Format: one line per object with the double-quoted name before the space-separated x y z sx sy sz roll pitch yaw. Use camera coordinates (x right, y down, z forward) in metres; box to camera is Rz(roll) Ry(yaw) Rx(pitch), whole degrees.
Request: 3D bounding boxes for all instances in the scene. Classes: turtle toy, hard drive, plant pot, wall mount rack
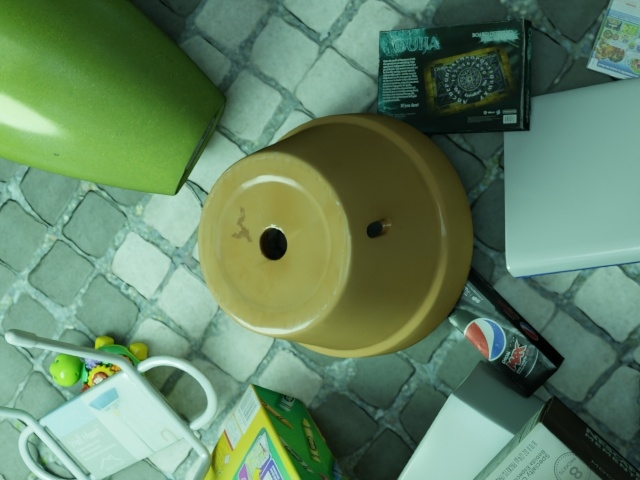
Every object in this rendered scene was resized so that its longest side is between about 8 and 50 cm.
"turtle toy" -0.285 0.175 1.575 0.130 0.066 0.095 10 97 16
"hard drive" 0.357 -0.080 1.306 0.319 0.040 0.210 -9 64 25
"plant pot" -0.272 -0.182 1.459 0.293 0.275 0.274 28 102 -2
"wall mount rack" -0.309 0.225 1.491 0.350 0.130 0.304 -31 108 33
"plant pot" 0.000 0.000 1.368 0.291 0.203 0.291 3 95 31

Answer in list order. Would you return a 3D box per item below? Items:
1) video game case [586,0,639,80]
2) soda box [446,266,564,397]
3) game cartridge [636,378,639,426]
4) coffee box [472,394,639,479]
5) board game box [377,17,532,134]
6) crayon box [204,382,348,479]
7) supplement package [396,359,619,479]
"video game case" 0.362 -0.239 1.371 0.087 0.011 0.122 21 100 14
"soda box" 0.204 0.102 1.422 0.169 0.060 0.053 45 109 9
"game cartridge" 0.456 0.294 1.324 0.198 0.062 0.297 -6 94 42
"coffee box" 0.190 0.323 1.207 0.168 0.119 0.297 43 105 8
"board game box" 0.152 -0.186 1.403 0.186 0.026 0.126 1 89 32
"crayon box" -0.053 0.309 1.414 0.081 0.278 0.165 22 104 -26
"supplement package" 0.182 0.311 1.374 0.199 0.198 0.262 33 103 11
